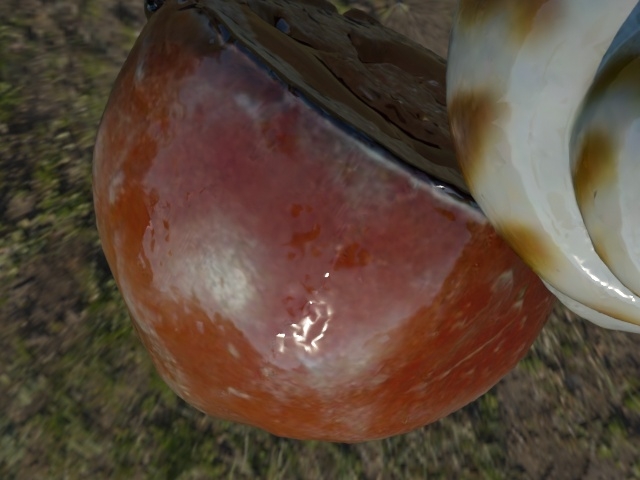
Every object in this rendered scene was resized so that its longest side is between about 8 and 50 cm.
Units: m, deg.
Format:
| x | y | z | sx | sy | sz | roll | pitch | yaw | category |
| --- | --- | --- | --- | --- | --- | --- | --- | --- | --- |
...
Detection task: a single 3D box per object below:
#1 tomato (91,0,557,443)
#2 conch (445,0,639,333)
| x | y | z | sx | sy | sz | roll | pitch | yaw | category |
| --- | --- | --- | --- | --- | --- | --- | --- | --- | --- |
| 0.000 | 0.000 | 0.644 | 0.181 | 0.214 | 0.155 | 38 | 106 | 30 | tomato |
| 0.127 | -0.048 | 0.514 | 0.149 | 0.275 | 0.183 | -14 | 113 | 39 | conch |
